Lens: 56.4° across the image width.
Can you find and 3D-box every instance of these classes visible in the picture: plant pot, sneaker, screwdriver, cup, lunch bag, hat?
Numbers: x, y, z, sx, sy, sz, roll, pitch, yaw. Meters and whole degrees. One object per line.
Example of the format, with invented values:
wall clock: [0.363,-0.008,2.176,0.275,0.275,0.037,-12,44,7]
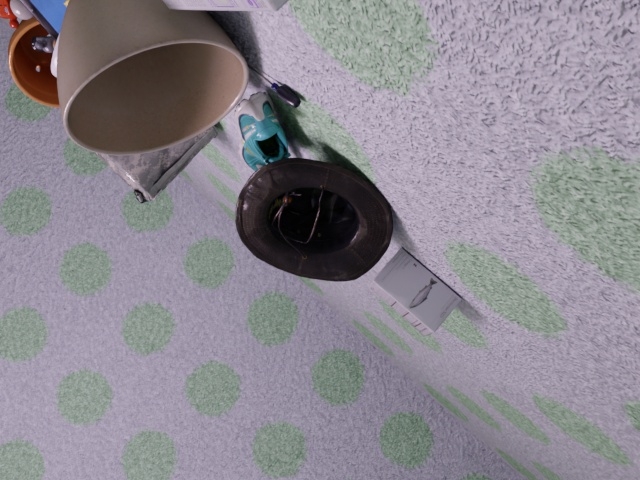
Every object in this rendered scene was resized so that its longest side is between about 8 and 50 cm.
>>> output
plant pot: [-0.821,-0.590,1.861,0.203,0.291,0.291,54,179,40]
sneaker: [-0.114,-0.191,1.249,0.110,0.107,0.275,59,175,19]
screwdriver: [-0.096,-0.295,1.101,0.170,0.024,0.025,44,-160,27]
cup: [-0.326,-0.340,1.068,0.331,0.331,0.237,95,151,-76]
lunch bag: [-0.467,-0.283,1.663,0.256,0.305,0.212,39,169,20]
hat: [-0.008,-0.063,1.282,0.331,0.331,0.134,46,-151,-21]

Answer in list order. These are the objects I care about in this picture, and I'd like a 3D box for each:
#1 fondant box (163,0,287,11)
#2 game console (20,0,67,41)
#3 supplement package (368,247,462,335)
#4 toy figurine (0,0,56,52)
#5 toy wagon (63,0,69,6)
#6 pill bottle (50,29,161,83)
fondant box: [-0.169,-0.405,0.723,0.330,0.096,0.238,27,162,50]
game console: [-0.482,-0.472,1.337,0.250,0.173,0.293,34,167,37]
supplement package: [0.214,0.120,1.373,0.179,0.105,0.105,40,169,8]
toy figurine: [-0.682,-0.590,1.502,0.148,0.213,0.209,15,158,32]
toy wagon: [-0.550,-0.585,1.080,0.267,0.068,0.344,-16,129,33]
pill bottle: [-0.386,-0.361,1.279,0.319,0.176,0.176,24,174,-17]
